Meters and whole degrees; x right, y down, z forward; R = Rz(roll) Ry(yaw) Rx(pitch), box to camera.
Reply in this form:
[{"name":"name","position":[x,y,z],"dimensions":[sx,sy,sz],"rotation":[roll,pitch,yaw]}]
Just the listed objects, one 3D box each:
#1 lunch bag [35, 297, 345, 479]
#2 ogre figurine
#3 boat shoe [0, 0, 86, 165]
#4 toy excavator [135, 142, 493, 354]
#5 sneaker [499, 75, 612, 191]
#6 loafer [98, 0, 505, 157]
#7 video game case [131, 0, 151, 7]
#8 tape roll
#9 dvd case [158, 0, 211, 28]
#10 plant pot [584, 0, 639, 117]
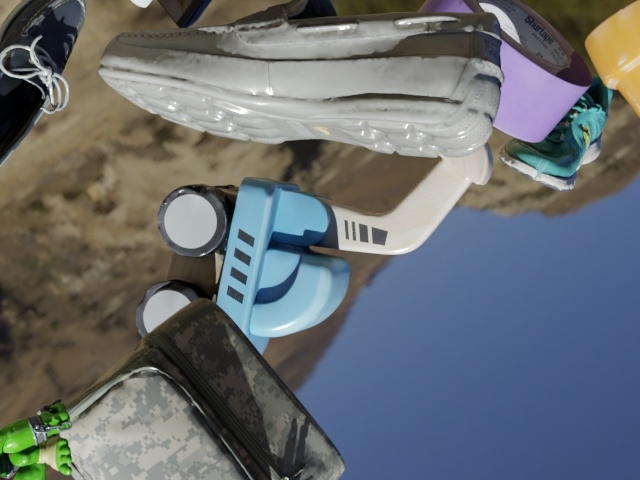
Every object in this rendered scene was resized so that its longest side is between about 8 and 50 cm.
[{"name":"lunch bag","position":[-0.160,0.262,1.785],"dimensions":[0.256,0.305,0.212],"rotation":[-37,178,-31]},{"name":"ogre figurine","position":[-0.346,0.253,1.625],"dimensions":[0.118,0.096,0.197],"rotation":[-6,161,-32]},{"name":"boat shoe","position":[-0.327,-0.171,1.622],"dimensions":[0.079,0.095,0.254],"rotation":[20,-112,45]},{"name":"toy excavator","position":[0.000,0.000,2.203],"dimensions":[0.222,0.445,0.432],"rotation":[-5,108,-79]},{"name":"sneaker","position":[0.315,-0.146,1.964],"dimensions":[0.275,0.107,0.110],"rotation":[-43,158,-57]},{"name":"loafer","position":[-0.016,-0.134,1.135],"dimensions":[0.112,0.320,0.111],"rotation":[44,56,-67]},{"name":"video game case","position":[-0.186,-0.394,1.617],"dimensions":[0.206,0.227,0.026],"rotation":[-49,145,14]},{"name":"tape roll","position":[0.186,-0.194,1.560],"dimensions":[0.080,0.189,0.189],"rotation":[-52,177,24]},{"name":"dvd case","position":[-0.118,-0.281,1.130],"dimensions":[0.022,0.180,0.253],"rotation":[-38,180,-27]},{"name":"plant pot","position":[0.421,-0.176,1.640],"dimensions":[0.205,0.188,0.205],"rotation":[-22,171,-4]}]
